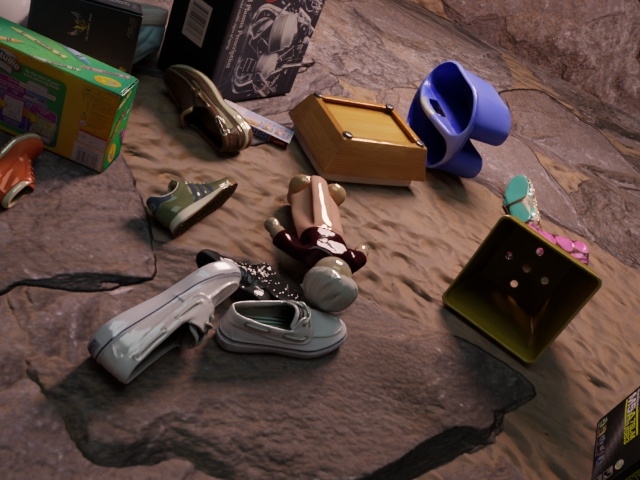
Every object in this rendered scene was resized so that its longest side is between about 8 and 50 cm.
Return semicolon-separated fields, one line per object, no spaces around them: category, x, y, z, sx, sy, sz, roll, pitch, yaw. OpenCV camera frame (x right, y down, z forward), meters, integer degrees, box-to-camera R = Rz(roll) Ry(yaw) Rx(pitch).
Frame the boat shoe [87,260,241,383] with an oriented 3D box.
boat shoe;-0.196;0.116;0.895;0.084;0.095;0.258;44;48;14

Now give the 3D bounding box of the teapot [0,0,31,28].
teapot;-0.652;-0.407;1.159;0.256;0.187;0.252;18;5;14

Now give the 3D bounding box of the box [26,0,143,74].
box;-0.442;-0.339;1.162;0.183;0.232;0.059;8;34;-27

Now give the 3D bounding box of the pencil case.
pencil case;0.540;0.022;1.506;0.209;0.095;0.098;14;2;-17

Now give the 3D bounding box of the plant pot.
plant pot;0.401;0.077;1.260;0.212;0.212;0.187;37;22;12

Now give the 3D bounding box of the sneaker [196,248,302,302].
sneaker;-0.117;0.062;1.042;0.170;0.051;0.089;39;36;6

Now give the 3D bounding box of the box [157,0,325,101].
box;-0.170;-0.520;1.481;0.179;0.343;0.312;41;37;20

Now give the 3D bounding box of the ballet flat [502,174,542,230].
ballet flat;0.528;-0.079;1.650;0.077;0.091;0.241;50;33;-24

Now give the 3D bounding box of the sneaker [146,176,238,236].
sneaker;-0.230;-0.083;1.130;0.086;0.064;0.192;38;39;5

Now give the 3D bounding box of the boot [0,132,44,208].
boot;-0.478;-0.110;1.008;0.084;0.059;0.158;30;43;-3

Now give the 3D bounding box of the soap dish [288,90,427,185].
soap dish;0.095;-0.241;1.509;0.291;0.118;0.229;1;43;-32

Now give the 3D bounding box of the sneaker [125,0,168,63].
sneaker;-0.433;-0.423;1.330;0.135;0.150;0.366;18;22;15

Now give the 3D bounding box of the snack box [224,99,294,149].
snack box;-0.149;-0.267;1.456;0.178;0.022;0.064;25;34;-5

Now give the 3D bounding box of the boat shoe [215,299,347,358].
boat shoe;-0.045;0.132;0.977;0.226;0.076;0.083;1;44;-34

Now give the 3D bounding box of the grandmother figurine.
grandmother figurine;0.000;0.000;1.142;0.208;0.104;0.342;7;33;-14

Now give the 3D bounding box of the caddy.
caddy;0.342;-0.323;1.679;0.179;0.241;0.341;19;35;-25

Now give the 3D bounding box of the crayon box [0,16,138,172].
crayon box;-0.474;-0.252;1.090;0.278;0.165;0.081;24;35;-7

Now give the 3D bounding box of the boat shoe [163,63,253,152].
boat shoe;-0.258;-0.282;1.341;0.257;0.095;0.095;42;43;17

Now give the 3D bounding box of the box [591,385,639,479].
box;0.523;0.317;1.038;0.045;0.184;0.190;33;36;9
